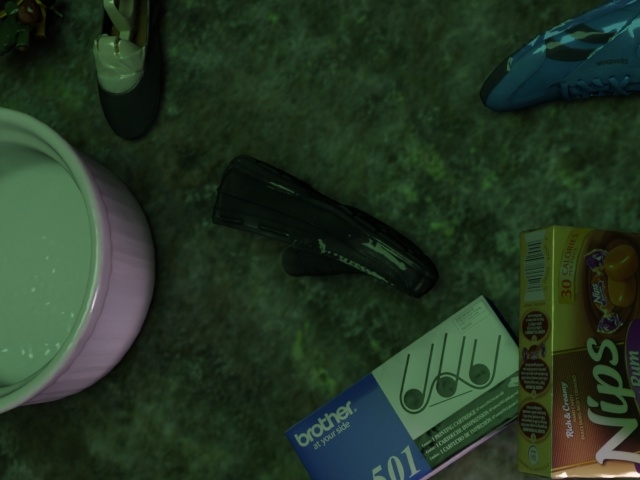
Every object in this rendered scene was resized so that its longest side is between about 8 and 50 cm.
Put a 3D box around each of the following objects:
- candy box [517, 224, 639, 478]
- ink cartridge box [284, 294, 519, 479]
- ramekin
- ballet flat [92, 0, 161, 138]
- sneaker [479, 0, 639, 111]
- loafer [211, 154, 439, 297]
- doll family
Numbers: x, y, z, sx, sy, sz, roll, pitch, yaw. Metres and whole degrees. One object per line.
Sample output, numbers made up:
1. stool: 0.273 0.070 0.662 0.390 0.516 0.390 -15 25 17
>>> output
1. candy box: 0.210 0.086 0.758 0.109 0.053 0.187 5 81 -19
2. ink cartridge box: 0.081 0.145 0.825 0.207 0.046 0.097 -37 71 11
3. ramekin: -0.290 0.026 0.925 0.277 0.135 0.277 -3 81 19
4. ballet flat: -0.191 -0.203 0.959 0.074 0.074 0.203 3 83 19
5. sneaker: 0.234 -0.145 0.804 0.209 0.069 0.082 -26 78 14
6. loafer: 0.000 0.000 0.863 0.223 0.076 0.078 28 97 25
7. doll family: -0.321 -0.256 1.011 0.111 0.076 0.193 -36 69 16
